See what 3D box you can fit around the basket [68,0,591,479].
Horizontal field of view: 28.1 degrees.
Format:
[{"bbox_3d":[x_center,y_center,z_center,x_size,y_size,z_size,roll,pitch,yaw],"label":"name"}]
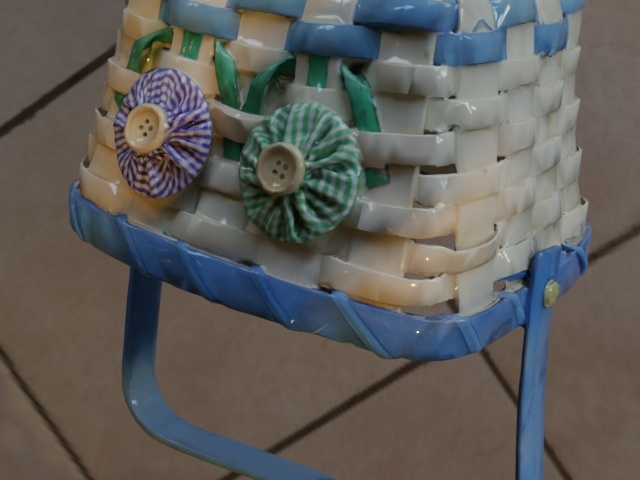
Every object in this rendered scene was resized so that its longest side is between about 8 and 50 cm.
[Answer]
[{"bbox_3d":[0.000,0.000,0.622,0.254,0.201,0.289,15,116,32],"label":"basket"}]
